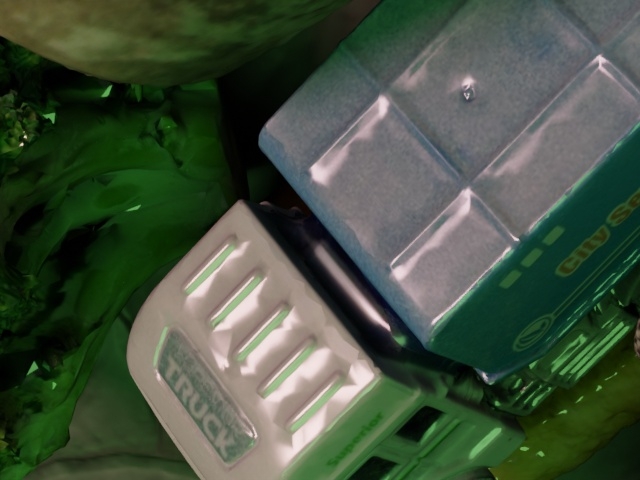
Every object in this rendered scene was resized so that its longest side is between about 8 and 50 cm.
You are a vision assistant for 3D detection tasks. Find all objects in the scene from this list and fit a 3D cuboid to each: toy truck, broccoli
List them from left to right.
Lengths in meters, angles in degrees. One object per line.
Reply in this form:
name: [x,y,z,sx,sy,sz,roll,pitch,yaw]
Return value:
broccoli: [-0.150,-0.017,0.791,0.245,0.265,0.294,-18,153,-9]
toy truck: [0.081,-0.025,0.715,0.367,0.146,0.175,-48,150,12]

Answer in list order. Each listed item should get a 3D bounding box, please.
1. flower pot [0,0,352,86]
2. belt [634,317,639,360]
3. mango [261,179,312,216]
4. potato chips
flower pot: [-0.003,-0.229,0.577,0.293,0.293,0.330,36,129,-17]
belt: [0.177,-0.037,0.579,0.126,0.094,0.359,-31,145,-12]
mango: [0.000,0.000,0.870,0.114,0.060,0.080,-22,114,29]
potato chips: [0.131,0.067,0.900,0.080,0.057,0.407,34,124,-22]
